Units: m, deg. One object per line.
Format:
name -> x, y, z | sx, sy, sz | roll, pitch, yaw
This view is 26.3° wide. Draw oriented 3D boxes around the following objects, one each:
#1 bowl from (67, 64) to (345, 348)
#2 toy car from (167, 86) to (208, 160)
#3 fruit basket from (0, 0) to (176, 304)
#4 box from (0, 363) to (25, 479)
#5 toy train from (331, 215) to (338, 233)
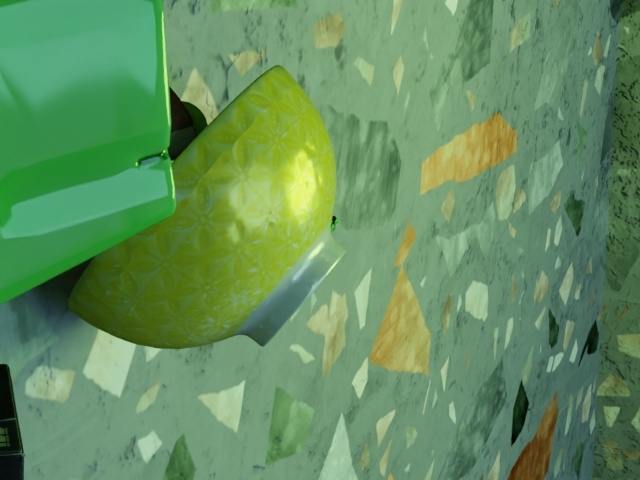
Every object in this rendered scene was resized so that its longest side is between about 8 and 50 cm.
bowl -> -0.072, 0.002, 1.217 | 0.289, 0.156, 0.289 | -49, 180, -1
toy car -> -0.197, -0.138, 1.136 | 0.155, 0.149, 0.188 | -35, 106, -72
fruit basket -> -0.298, -0.084, 0.728 | 0.392, 0.392, 0.283 | -39, 135, -54
box -> -0.268, 0.191, 1.029 | 0.180, 0.077, 0.147 | -134, -134, -67
toy train -> 0.000, 0.000, 1.698 | 0.083, 0.017, 0.023 | -54, 156, -42
